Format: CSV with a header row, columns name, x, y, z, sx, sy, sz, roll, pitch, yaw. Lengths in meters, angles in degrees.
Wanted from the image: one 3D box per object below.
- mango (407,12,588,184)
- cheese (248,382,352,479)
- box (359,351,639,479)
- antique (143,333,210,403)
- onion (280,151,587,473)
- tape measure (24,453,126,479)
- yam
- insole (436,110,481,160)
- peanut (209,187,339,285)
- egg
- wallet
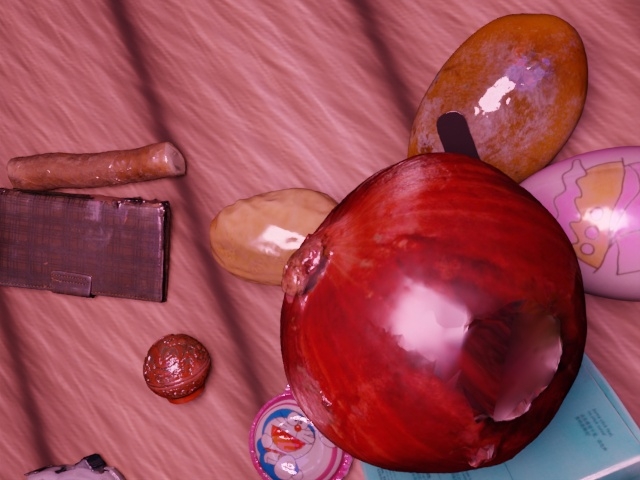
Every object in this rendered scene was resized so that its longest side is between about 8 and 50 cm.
name,x,y,z,sx,sy,sz,roll,pitch,yaw
mango,0.227,-0.153,0.780,0.193,0.146,0.316,34,111,10
cheese,-0.034,0.326,0.822,0.155,0.062,0.244,6,86,10
box,0.209,0.260,0.702,0.311,0.118,0.205,-28,39,8
antique,-0.214,0.186,0.853,0.104,0.104,0.104,-1,84,11
onion,0.119,0.086,0.610,0.341,0.341,0.341,-1,84,11
tape measure,-0.344,0.495,0.857,0.164,0.084,0.330,-20,79,13
yam,-0.366,-0.117,0.933,0.300,0.066,0.066,-3,84,10
insole,0.185,-0.094,0.743,0.053,0.002,0.152,-15,110,26
peanut,0.000,0.000,0.810,0.319,0.147,0.147,7,86,8
egg,0.369,-0.023,0.705,0.271,0.196,0.196,9,86,6
wallet,-0.392,0.006,0.922,0.317,0.044,0.169,5,98,10
